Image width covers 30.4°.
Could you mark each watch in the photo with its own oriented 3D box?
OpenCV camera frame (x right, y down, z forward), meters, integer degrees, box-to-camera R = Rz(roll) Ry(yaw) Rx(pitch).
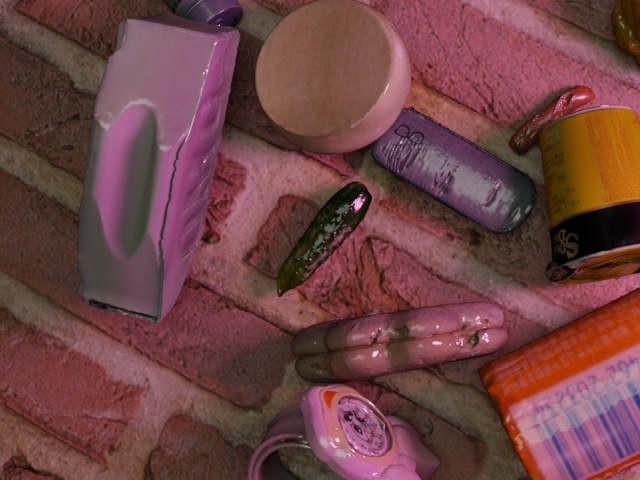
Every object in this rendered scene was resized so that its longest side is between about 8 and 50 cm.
[{"bbox_3d":[0.024,0.352,1.813,0.248,0.211,0.217,41,119,-4],"label":"watch"}]

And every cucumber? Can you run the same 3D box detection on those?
[{"bbox_3d":[0.000,0.000,1.888,0.069,0.069,0.227,41,95,10],"label":"cucumber"}]

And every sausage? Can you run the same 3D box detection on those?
[{"bbox_3d":[0.364,-0.194,1.860,0.158,0.042,0.036,-37,43,3],"label":"sausage"},{"bbox_3d":[0.406,0.227,1.725,0.287,0.233,0.233,-29,82,6],"label":"sausage"}]

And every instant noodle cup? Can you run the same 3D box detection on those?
[{"bbox_3d":[0.424,-0.067,1.768,0.216,0.215,0.236,-13,75,8],"label":"instant noodle cup"}]

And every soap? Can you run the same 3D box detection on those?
[{"bbox_3d":[-0.255,-0.114,1.810,0.156,0.261,0.446,14,105,5],"label":"soap"}]

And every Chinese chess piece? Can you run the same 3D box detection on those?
[{"bbox_3d":[0.020,-0.259,1.860,0.250,0.101,0.250,-5,75,19],"label":"Chinese chess piece"}]

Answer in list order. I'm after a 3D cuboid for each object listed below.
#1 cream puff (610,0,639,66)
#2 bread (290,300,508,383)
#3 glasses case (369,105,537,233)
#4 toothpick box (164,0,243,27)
[{"bbox_3d":[0.536,-0.339,1.774,0.195,0.195,0.221,-37,78,5],"label":"cream puff"},{"bbox_3d":[0.115,0.157,1.802,0.337,0.183,0.102,-10,87,11],"label":"bread"},{"bbox_3d":[0.208,-0.111,1.861,0.282,0.067,0.109,32,95,13],"label":"glasses case"},{"bbox_3d":[-0.210,-0.409,1.934,0.101,0.101,0.153,-37,80,5],"label":"toothpick box"}]
